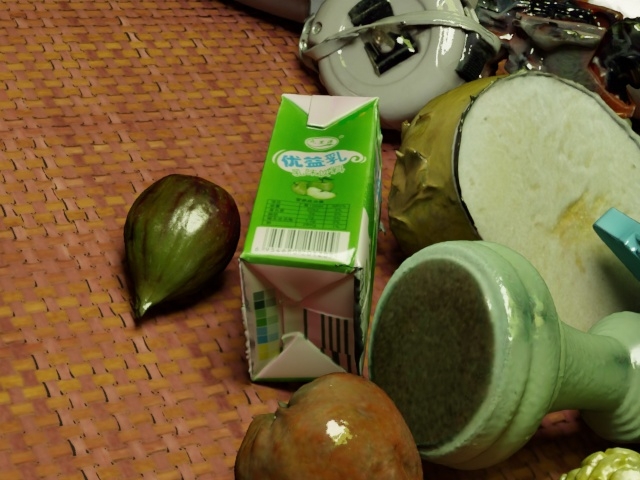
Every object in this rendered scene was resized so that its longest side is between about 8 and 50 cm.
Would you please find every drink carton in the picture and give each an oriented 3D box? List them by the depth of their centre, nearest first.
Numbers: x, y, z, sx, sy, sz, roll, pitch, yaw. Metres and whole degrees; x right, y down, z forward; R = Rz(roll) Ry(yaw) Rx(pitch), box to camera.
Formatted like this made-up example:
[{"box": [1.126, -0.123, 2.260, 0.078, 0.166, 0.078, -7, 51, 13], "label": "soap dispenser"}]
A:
[{"box": [0.000, 0.000, 1.223, 0.108, 0.161, 0.271, 4, 40, 6], "label": "drink carton"}]

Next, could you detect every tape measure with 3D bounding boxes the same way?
[{"box": [0.093, -0.226, 1.505, 0.120, 0.236, 0.197, 21, 43, -61], "label": "tape measure"}]

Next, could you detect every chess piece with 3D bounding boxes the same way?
[{"box": [0.211, 0.113, 1.161, 0.299, 0.194, 0.194, 11, 39, -34], "label": "chess piece"}]

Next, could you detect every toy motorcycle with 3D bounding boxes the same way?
[{"box": [0.221, -0.220, 1.588, 0.401, 0.207, 0.134, 21, 36, 20], "label": "toy motorcycle"}]

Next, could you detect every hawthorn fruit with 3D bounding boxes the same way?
[{"box": [0.025, 0.188, 1.040, 0.189, 0.149, 0.149, 28, 39, 13], "label": "hawthorn fruit"}]

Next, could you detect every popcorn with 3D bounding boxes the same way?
[{"box": [0.253, 0.240, 1.118, 0.106, 0.116, 0.120, 39, 70, -30], "label": "popcorn"}]

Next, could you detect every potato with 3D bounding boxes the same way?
[{"box": [0.200, -0.030, 1.347, 0.246, 0.196, 0.299, -40, 105, -22], "label": "potato"}]

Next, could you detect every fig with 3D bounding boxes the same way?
[{"box": [-0.138, 0.010, 1.210, 0.103, 0.109, 0.154, 37, 64, -17], "label": "fig"}]

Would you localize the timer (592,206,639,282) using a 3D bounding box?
[{"box": [0.387, 0.063, 1.205, 0.250, 0.091, 0.232, 40, 5, -25], "label": "timer"}]

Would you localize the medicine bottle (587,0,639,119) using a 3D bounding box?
[{"box": [0.498, -0.233, 1.660, 0.325, 0.256, 0.256, 25, 38, 14], "label": "medicine bottle"}]

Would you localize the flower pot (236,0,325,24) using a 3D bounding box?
[{"box": [-0.093, -0.413, 1.612, 0.243, 0.265, 0.265, 11, 38, 8], "label": "flower pot"}]
